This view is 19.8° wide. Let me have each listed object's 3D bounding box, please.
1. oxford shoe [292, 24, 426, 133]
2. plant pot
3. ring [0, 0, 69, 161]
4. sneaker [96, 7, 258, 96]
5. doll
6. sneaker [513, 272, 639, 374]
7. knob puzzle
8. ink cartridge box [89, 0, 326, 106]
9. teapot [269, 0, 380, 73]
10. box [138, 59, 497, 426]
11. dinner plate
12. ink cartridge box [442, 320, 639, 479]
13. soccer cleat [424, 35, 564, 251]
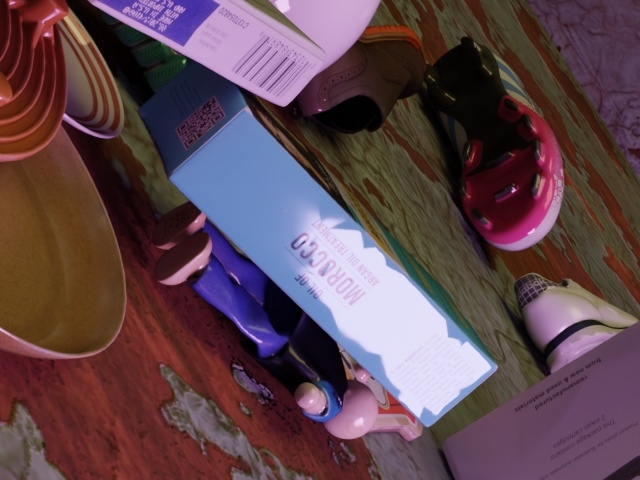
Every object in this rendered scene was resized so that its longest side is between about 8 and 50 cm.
[{"bbox_3d":[0.026,-0.134,1.580,0.271,0.097,0.098,4,74,-65],"label":"oxford shoe"},{"bbox_3d":[-0.178,-0.040,0.860,0.236,0.032,0.236,51,17,-22],"label":"plant pot"},{"bbox_3d":[-0.225,-0.186,0.879,0.336,0.032,0.336,52,17,-22],"label":"ring"},{"bbox_3d":[-0.105,-0.158,1.209,0.098,0.083,0.224,-112,-177,-72],"label":"sneaker"},{"bbox_3d":[-0.025,0.053,1.102,0.189,0.046,0.129,47,17,-29],"label":"doll"},{"bbox_3d":[0.264,0.083,1.836,0.095,0.090,0.235,53,12,22],"label":"sneaker"},{"bbox_3d":[0.027,0.051,1.291,0.213,0.030,0.213,50,17,-21],"label":"knob puzzle"},{"bbox_3d":[-0.122,-0.178,0.989,0.224,0.045,0.223,46,11,24],"label":"ink cartridge box"},{"bbox_3d":[-0.024,-0.245,1.331,0.256,0.187,0.252,57,-2,16],"label":"teapot"},{"bbox_3d":[0.000,0.000,1.092,0.244,0.060,0.100,45,7,-30],"label":"box"},{"bbox_3d":[-0.165,-0.115,1.072,0.141,0.017,0.141,51,17,-22],"label":"dinner plate"},{"bbox_3d":[0.251,0.232,1.286,0.198,0.197,0.270,37,25,-50],"label":"ink cartridge box"},{"bbox_3d":[0.203,-0.086,1.917,0.143,0.116,0.331,44,19,-35],"label":"soccer cleat"}]
